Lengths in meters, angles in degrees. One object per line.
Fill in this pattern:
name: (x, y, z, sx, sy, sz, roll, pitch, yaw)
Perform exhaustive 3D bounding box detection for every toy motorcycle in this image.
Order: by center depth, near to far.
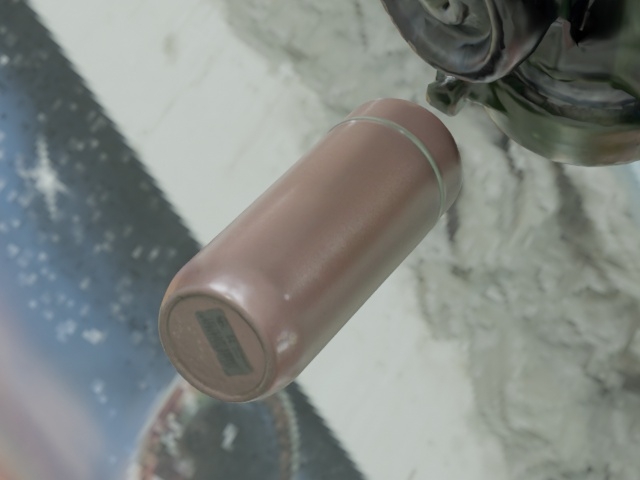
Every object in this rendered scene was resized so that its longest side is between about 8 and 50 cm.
toy motorcycle: (0.144, -0.067, 0.594, 0.275, 0.127, 0.205, 34, -27, 19)

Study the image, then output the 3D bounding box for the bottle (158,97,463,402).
bottle: (0.000, 0.000, 0.623, 0.053, 0.140, 0.053, 18, -51, 24)
